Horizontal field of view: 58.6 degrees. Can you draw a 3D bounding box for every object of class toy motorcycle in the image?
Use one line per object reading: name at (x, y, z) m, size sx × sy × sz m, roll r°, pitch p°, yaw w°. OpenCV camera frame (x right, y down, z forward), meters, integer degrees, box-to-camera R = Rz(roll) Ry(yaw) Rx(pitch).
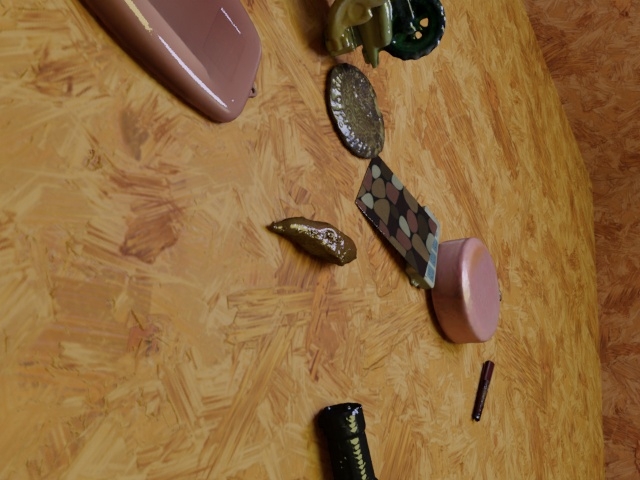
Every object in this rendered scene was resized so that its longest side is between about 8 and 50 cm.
toy motorcycle at (0.062, -0.497, 0.984) m, size 0.169 × 0.236 × 0.411 m, roll -63°, pitch 134°, yaw -61°

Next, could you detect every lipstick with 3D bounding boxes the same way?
lipstick at (0.399, 0.368, 1.397) m, size 0.027 × 0.027 × 0.177 m, roll 60°, pitch 40°, yaw -25°

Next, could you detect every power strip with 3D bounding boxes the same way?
power strip at (0.225, 0.014, 1.241) m, size 0.081 × 0.035 × 0.192 m, roll 44°, pitch 47°, yaw -36°

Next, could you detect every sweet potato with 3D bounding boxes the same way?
sweet potato at (0.000, 0.000, 0.904) m, size 0.205 × 0.060 × 0.068 m, roll 22°, pitch 24°, yaw -40°

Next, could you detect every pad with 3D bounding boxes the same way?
pad at (0.161, -0.051, 1.161) m, size 0.235 × 0.003 × 0.158 m, roll 46°, pitch 46°, yaw -25°

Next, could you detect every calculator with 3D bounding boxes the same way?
calculator at (-0.180, -0.305, 0.742) m, size 0.329 × 0.048 × 0.220 m, roll 44°, pitch 45°, yaw -43°

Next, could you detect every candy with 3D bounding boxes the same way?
candy at (0.340, 0.116, 1.318) m, size 0.255 × 0.094 × 0.256 m, roll 21°, pitch 65°, yaw -53°

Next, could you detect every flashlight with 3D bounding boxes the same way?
flashlight at (0.055, 0.361, 0.853) m, size 0.093 × 0.092 × 0.232 m, roll -4°, pitch 83°, yaw -55°

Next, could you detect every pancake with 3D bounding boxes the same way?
pancake at (0.073, -0.252, 1.111) m, size 0.199 × 0.021 × 0.200 m, roll 22°, pitch 63°, yaw -51°
